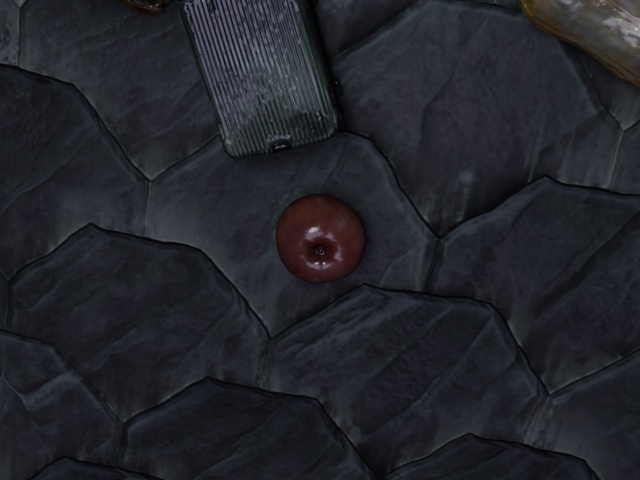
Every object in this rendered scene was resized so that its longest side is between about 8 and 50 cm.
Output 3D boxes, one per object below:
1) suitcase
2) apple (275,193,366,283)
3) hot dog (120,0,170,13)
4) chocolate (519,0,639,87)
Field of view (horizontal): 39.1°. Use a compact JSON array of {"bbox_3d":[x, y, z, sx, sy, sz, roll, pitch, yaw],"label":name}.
[{"bbox_3d":[-0.092,-0.284,1.376,0.202,0.128,0.312,-12,111,12],"label":"suitcase"},{"bbox_3d":[0.000,0.000,1.484,0.153,0.120,0.153,2,112,6],"label":"apple"},{"bbox_3d":[-0.292,-0.412,1.390,0.090,0.060,0.140,-41,98,16],"label":"hot dog"},{"bbox_3d":[0.422,-0.316,1.290,0.309,0.134,0.134,31,113,-5],"label":"chocolate"}]
